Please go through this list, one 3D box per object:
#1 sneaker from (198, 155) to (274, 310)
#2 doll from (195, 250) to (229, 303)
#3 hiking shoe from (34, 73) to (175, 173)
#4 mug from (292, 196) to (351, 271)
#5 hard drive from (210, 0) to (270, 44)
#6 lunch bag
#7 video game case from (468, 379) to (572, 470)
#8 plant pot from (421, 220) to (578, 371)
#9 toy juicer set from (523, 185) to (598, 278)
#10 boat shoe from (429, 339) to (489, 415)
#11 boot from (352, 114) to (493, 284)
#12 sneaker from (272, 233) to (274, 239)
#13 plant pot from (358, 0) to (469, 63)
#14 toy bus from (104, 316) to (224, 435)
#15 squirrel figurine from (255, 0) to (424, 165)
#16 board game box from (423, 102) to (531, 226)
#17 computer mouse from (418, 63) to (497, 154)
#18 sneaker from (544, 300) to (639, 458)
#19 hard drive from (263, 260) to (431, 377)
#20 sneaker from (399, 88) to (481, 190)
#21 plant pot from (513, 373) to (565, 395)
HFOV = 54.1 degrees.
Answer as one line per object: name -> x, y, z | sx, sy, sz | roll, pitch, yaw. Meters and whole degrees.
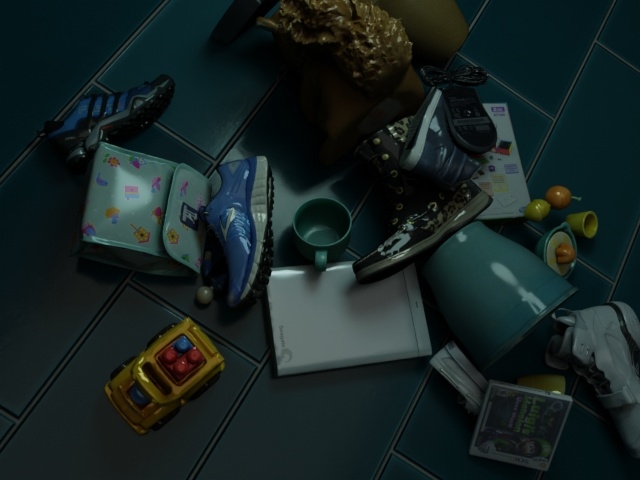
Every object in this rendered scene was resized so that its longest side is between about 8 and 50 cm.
sneaker -> -0.176, -0.015, 1.305 | 0.147, 0.130, 0.329 | -1, 72, 5
doll -> -0.197, 0.065, 1.346 | 0.129, 0.046, 0.189 | 42, 64, 2
hiking shoe -> -0.451, -0.284, 1.351 | 0.132, 0.113, 0.304 | 46, 68, 1
mug -> -0.005, -0.007, 1.382 | 0.129, 0.097, 0.157 | 31, 62, 16
hard drive -> -0.152, -0.546, 1.446 | 0.172, 0.255, 0.054 | -46, 104, -23
lunch bag -> -0.353, -0.053, 1.286 | 0.262, 0.160, 0.223 | 14, 65, -26
video game case -> 0.424, 0.397, 1.338 | 0.173, 0.022, 0.190 | 11, 112, 5
plant pot -> 0.373, 0.105, 1.387 | 0.272, 0.271, 0.255 | -31, 68, -22
toy juicer set -> 0.554, 0.008, 1.506 | 0.209, 0.089, 0.329 | 49, 66, -27
boat shoe -> 0.343, 0.341, 1.393 | 0.084, 0.095, 0.258 | -39, 91, 8
boot -> 0.169, -0.097, 1.399 | 0.377, 0.138, 0.284 | -32, 81, -17
sneaker -> -0.141, -0.068, 1.400 | 0.061, 0.053, 0.152 | -31, 82, -24
plant pot -> 0.246, -0.575, 1.590 | 0.254, 0.237, 0.237 | 33, 67, -19
toy bus -> -0.289, 0.251, 1.176 | 0.220, 0.211, 0.149 | -39, 88, -21
squirrel figurine -> 0.029, -0.430, 1.386 | 0.281, 0.397, 0.370 | -31, 72, -12
board game box -> 0.385, -0.192, 1.575 | 0.242, 0.064, 0.316 | -3, 74, -16
computer mouse -> 0.348, -0.310, 1.535 | 0.189, 0.072, 0.272 | -3, 61, -14
sneaker -> 0.648, 0.319, 1.451 | 0.210, 0.137, 0.365 | 2, 67, -14
hard drive -> 0.058, 0.162, 1.385 | 0.353, 0.047, 0.232 | -5, 74, -16
sneaker -> 0.272, -0.211, 1.356 | 0.164, 0.086, 0.226 | 26, 62, -9
plant pot -> 0.480, 0.355, 1.406 | 0.095, 0.134, 0.134 | 15, 68, 13
